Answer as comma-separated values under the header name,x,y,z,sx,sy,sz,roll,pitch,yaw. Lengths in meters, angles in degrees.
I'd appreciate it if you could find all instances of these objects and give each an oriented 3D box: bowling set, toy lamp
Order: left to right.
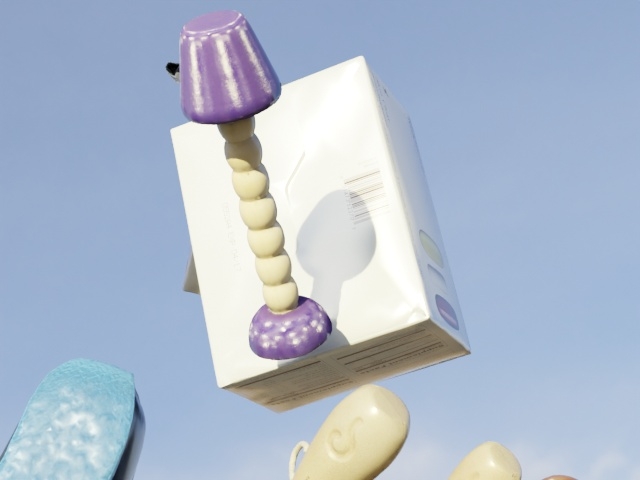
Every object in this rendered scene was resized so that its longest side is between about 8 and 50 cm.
name,x,y,z,sx,sy,sz,roll,pitch,yaw
toy lamp,-0.050,-0.041,1.001,0.080,0.080,0.274,-13,-60,0
bowling set,0.109,0.244,0.910,0.200,0.287,0.154,7,-51,-45

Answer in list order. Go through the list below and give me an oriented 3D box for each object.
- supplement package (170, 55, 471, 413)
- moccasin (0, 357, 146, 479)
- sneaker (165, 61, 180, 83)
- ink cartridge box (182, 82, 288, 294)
name,x,y,z,sx,sy,sz,roll,pitch,yaw
supplement package,0.000,0.000,1.216,0.204,0.262,0.145,-19,-23,15
moccasin,-0.210,0.255,0.948,0.138,0.342,0.117,24,-27,13
sneaker,-0.198,-0.245,1.940,0.083,0.032,0.037,16,-16,33
ink cartridge box,-0.112,-0.072,1.882,0.114,0.197,0.273,12,-52,-7
